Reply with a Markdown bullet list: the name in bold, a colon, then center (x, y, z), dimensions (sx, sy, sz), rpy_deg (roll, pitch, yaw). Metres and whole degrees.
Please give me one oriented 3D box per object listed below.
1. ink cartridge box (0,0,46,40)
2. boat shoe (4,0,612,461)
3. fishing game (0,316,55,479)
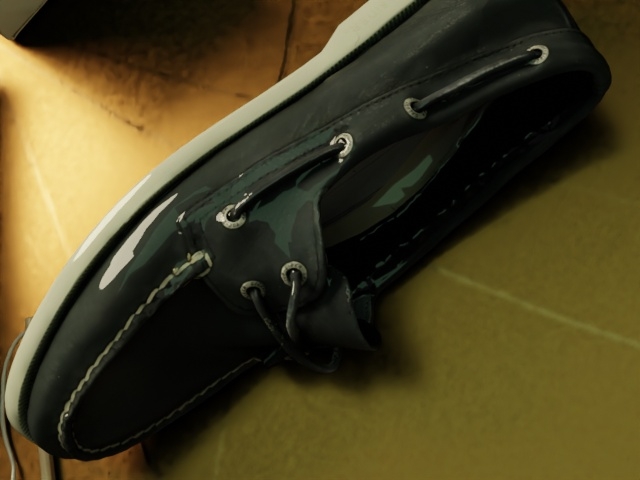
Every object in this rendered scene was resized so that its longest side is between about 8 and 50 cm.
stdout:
- **ink cartridge box**: center (-0.262, -0.257, 0.844), dimensions (0.283, 0.207, 0.117), rpy_deg (40, 89, 20)
- **boat shoe**: center (0.002, 0.001, 0.759), dimensions (0.340, 0.127, 0.113), rpy_deg (-40, 59, -8)
- **fishing game**: center (-0.267, 0.122, 0.841), dimensions (0.264, 0.041, 0.189), rpy_deg (-10, 74, 9)
